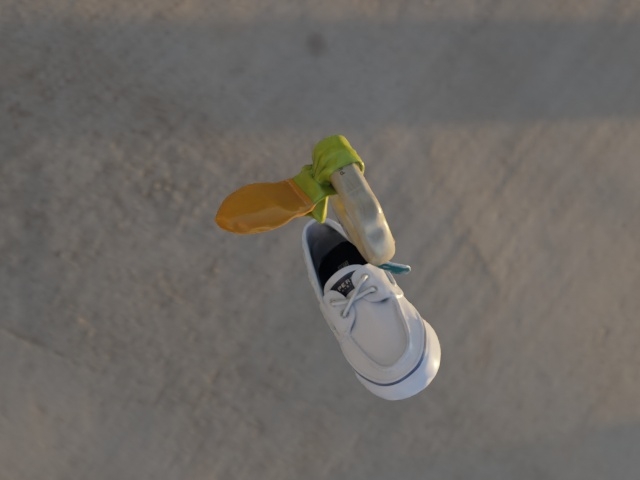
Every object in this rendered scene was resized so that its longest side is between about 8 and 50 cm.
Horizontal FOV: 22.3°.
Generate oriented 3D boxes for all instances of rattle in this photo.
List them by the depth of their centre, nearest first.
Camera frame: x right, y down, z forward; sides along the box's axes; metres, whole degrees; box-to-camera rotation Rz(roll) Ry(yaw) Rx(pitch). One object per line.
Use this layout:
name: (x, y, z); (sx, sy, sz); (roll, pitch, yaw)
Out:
rattle: (0.000, 0.000, 1.492); (0.143, 0.130, 0.200); (-43, 165, -11)

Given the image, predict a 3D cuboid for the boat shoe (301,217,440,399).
boat shoe: (0.037, 0.065, 1.654); (0.095, 0.258, 0.084); (-40, 126, 2)
